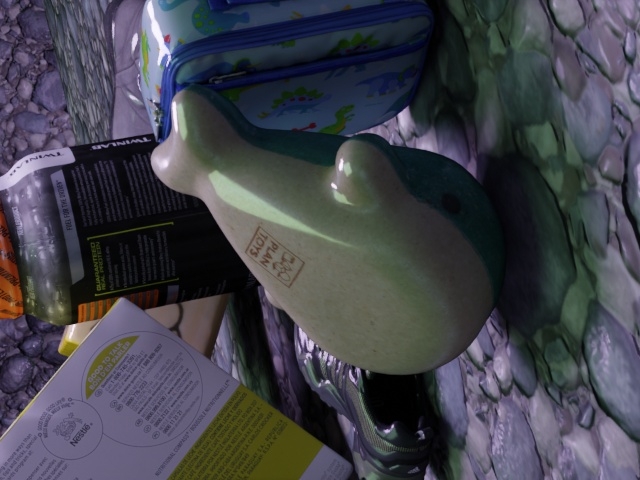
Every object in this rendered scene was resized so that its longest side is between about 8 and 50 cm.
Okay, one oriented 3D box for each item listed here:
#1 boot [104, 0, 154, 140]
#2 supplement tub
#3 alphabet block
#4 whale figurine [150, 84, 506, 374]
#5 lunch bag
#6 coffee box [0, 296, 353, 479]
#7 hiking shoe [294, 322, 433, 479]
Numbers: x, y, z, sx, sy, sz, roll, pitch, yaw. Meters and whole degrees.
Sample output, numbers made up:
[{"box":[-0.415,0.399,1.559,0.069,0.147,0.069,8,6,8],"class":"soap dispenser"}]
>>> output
[{"box":[-0.220,-0.180,1.910,0.223,0.118,0.338,26,131,64],"class":"boot"},{"box":[-0.230,-0.017,1.632,0.207,0.338,0.207,169,90,-74],"class":"supplement tub"},{"box":[-0.230,0.080,1.856,0.193,0.192,0.197,140,149,-74],"class":"alphabet block"},{"box":[0.012,-0.025,1.005,0.272,0.141,0.216,34,145,3],"class":"whale figurine"},{"box":[-0.028,-0.141,1.058,0.176,0.219,0.090,109,145,-60],"class":"lunch bag"},{"box":[-0.215,0.330,1.603,0.334,0.338,0.337,36,155,4],"class":"coffee box"},{"box":[0.049,0.118,1.270,0.227,0.086,0.114,59,143,35],"class":"hiking shoe"}]
